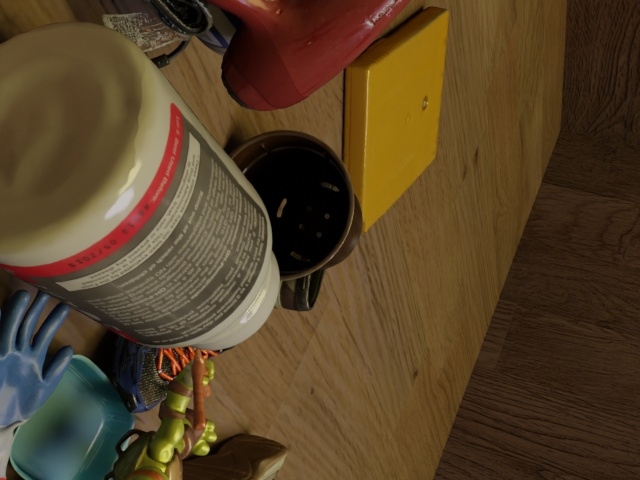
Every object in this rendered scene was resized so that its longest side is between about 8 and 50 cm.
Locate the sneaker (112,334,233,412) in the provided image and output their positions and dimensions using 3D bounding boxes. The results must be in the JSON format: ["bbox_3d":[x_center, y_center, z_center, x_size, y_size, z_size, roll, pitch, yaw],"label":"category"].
[{"bbox_3d":[-0.135,0.095,0.848,0.221,0.087,0.083,-53,133,-52],"label":"sneaker"}]

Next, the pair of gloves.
[{"bbox_3d":[-0.268,0.096,0.603,0.198,0.023,0.159,35,67,-54],"label":"pair of gloves"}]

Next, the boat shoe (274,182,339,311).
[{"bbox_3d":[-0.001,0.000,1.146,0.224,0.073,0.080,-66,156,-20],"label":"boat shoe"}]

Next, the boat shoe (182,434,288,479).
[{"bbox_3d":[-0.121,0.320,1.038,0.285,0.102,0.092,-3,102,-73],"label":"boat shoe"}]

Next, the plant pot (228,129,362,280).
[{"bbox_3d":[-0.025,-0.030,0.975,0.165,0.166,0.167,26,81,-75],"label":"plant pot"}]

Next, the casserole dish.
[{"bbox_3d":[-0.235,0.174,0.758,0.114,0.037,0.188,-62,154,-27],"label":"casserole dish"}]

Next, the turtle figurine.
[{"bbox_3d":[-0.153,0.227,0.749,0.217,0.087,0.270,113,-12,-82],"label":"turtle figurine"}]

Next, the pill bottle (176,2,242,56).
[{"bbox_3d":[-0.092,-0.269,0.654,0.153,0.153,0.264,-70,158,-10],"label":"pill bottle"}]

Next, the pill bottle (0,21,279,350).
[{"bbox_3d":[-0.143,-0.014,0.668,0.176,0.176,0.318,-68,156,-16],"label":"pill bottle"}]

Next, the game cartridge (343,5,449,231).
[{"bbox_3d":[0.122,-0.202,1.347,0.323,0.052,0.285,-43,142,-48],"label":"game cartridge"}]

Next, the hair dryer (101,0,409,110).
[{"bbox_3d":[-0.060,-0.169,0.602,0.224,0.293,0.080,89,-10,-68],"label":"hair dryer"}]
